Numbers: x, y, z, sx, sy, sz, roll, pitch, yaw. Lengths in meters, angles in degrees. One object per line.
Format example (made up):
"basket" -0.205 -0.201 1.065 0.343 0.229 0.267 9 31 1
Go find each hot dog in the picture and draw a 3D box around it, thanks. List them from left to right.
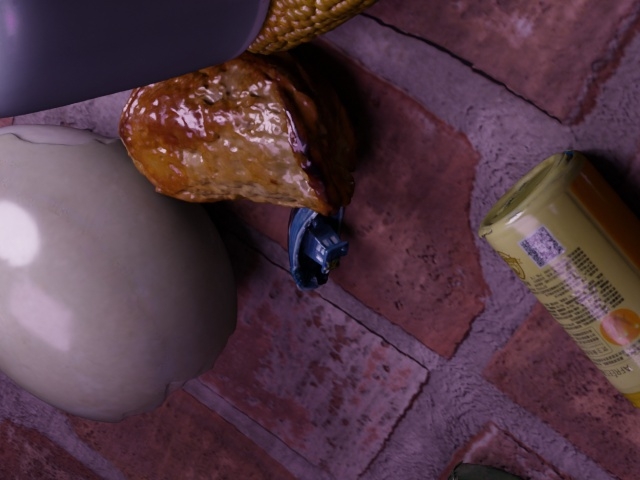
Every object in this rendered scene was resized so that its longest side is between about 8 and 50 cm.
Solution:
"hot dog" -0.073 -0.108 1.572 0.259 0.114 0.175 9 137 38

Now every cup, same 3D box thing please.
"cup" -0.252 -0.276 1.394 0.356 0.275 0.259 46 140 29

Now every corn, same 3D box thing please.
"corn" 0.022 -0.240 1.367 0.101 0.101 0.310 47 146 -7

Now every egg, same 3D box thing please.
"egg" -0.256 0.020 1.712 0.278 0.278 0.336 -20 110 49

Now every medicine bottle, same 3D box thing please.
"medicine bottle" 0.257 0.039 1.424 0.239 0.124 0.124 47 142 -8

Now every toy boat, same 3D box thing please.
"toy boat" 0.000 0.000 1.651 0.061 0.060 0.137 42 141 31

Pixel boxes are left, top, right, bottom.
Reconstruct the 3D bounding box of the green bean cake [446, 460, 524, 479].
"green bean cake" 0.180 0.366 1.717 0.223 0.227 0.125 28 138 17
